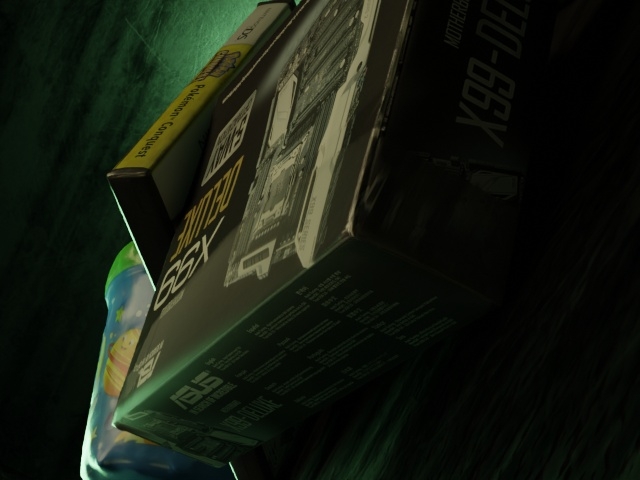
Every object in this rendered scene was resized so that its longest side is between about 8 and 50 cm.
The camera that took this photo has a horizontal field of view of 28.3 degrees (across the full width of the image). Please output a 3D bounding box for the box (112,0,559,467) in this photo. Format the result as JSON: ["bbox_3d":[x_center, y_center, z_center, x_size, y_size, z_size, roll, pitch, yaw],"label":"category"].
[{"bbox_3d":[0.003,-0.034,0.664,0.307,0.076,0.242,-39,30,56],"label":"box"}]

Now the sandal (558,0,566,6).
[{"bbox_3d":[0.148,-0.195,0.818,0.097,0.054,0.254,-63,1,-11],"label":"sandal"}]

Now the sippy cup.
[{"bbox_3d":[-0.112,0.144,1.172,0.305,0.240,0.224,57,-143,-46],"label":"sippy cup"}]

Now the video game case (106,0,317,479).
[{"bbox_3d":[-0.038,0.000,0.929,0.248,0.035,0.275,-59,-41,-48],"label":"video game case"}]
